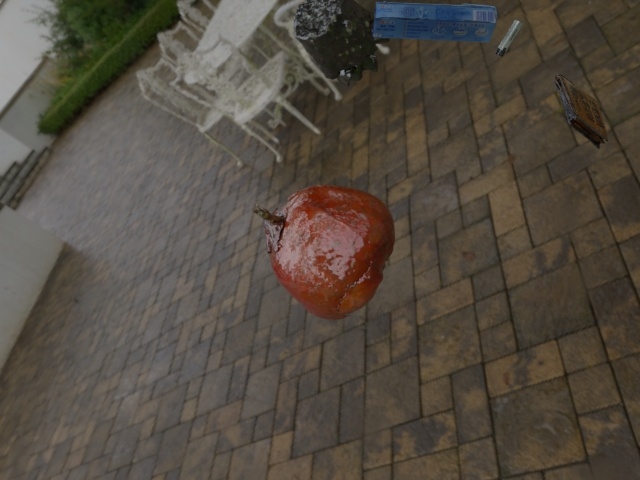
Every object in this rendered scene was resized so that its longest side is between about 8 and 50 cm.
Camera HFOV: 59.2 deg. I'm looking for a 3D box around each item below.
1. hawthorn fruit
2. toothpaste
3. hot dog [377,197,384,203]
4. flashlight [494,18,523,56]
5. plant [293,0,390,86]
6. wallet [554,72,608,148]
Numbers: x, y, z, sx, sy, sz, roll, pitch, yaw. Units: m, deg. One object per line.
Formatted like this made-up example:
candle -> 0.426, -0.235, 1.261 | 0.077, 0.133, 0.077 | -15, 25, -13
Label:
hawthorn fruit -> 0.000, 0.000, 1.150 | 0.276, 0.308, 0.276 | -53, 14, 20
toothpaste -> 0.258, -0.500, 1.288 | 0.273, 0.066, 0.053 | 3, 68, 3
hot dog -> 0.080, -0.089, 1.314 | 0.028, 0.137, 0.044 | 148, 131, -82
flashlight -> 0.428, -0.460, 1.282 | 0.083, 0.018, 0.018 | -61, 33, 31
plant -> 0.062, -0.542, 1.535 | 0.199, 0.276, 0.188 | -26, 61, 26
wallet -> 0.732, -0.367, 1.577 | 0.042, 0.161, 0.195 | -34, 40, 42
